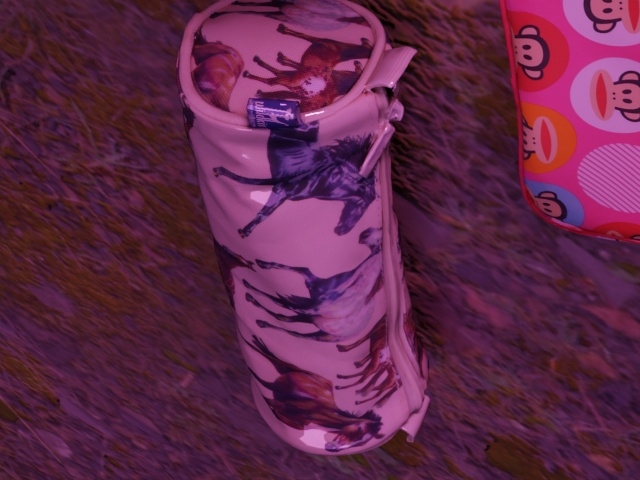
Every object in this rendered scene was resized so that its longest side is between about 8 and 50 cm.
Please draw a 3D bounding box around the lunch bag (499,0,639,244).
[{"bbox_3d":[0.257,-0.121,1.013,0.258,0.120,0.293,9,135,22],"label":"lunch bag"}]

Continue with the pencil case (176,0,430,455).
[{"bbox_3d":[0.000,0.000,1.261,0.183,0.160,0.410,23,141,31],"label":"pencil case"}]
